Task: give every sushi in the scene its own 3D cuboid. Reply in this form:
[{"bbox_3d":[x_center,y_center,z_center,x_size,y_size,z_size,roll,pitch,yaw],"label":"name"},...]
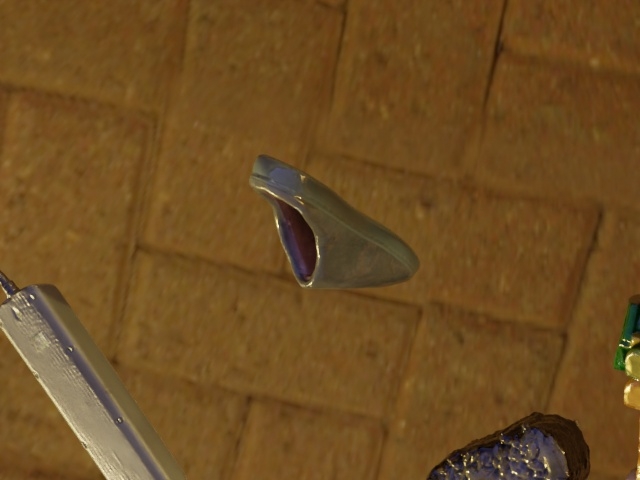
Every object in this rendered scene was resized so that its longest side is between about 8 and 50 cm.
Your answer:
[{"bbox_3d":[0.165,0.210,1.617,0.150,0.078,0.090,-31,86,25],"label":"sushi"}]

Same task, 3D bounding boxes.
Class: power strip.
[{"bbox_3d":[-0.195,0.125,1.511,0.060,0.027,0.252,-37,87,35],"label":"power strip"}]

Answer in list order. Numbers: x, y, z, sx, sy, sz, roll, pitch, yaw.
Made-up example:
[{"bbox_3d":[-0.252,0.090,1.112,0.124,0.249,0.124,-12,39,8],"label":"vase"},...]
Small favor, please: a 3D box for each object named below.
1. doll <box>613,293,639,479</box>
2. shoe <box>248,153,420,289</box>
[{"bbox_3d":[0.205,0.070,0.920,0.106,0.134,0.186,16,98,28],"label":"doll"},{"bbox_3d":[0.000,0.000,1.443,0.078,0.079,0.195,-56,139,-4],"label":"shoe"}]
